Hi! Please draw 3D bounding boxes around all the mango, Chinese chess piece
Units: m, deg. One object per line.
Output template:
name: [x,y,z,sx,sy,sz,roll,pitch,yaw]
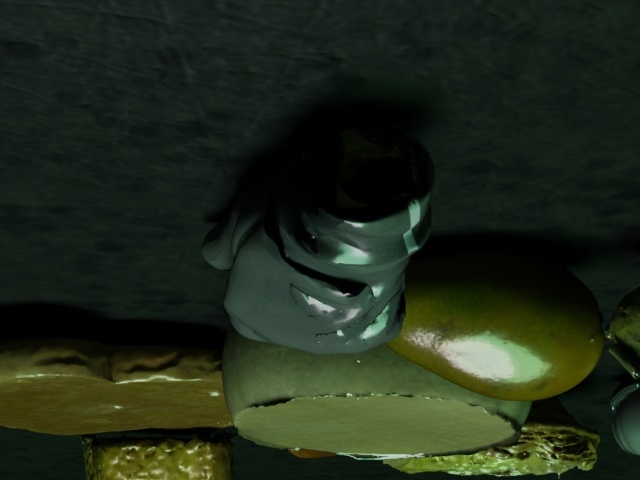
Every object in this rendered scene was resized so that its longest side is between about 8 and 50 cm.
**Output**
mango: [0.119,0.055,1.080,0.163,0.089,0.111,23,119,-19]
Chinese chess piece: [0.046,0.107,1.235,0.249,0.103,0.250,1,162,0]

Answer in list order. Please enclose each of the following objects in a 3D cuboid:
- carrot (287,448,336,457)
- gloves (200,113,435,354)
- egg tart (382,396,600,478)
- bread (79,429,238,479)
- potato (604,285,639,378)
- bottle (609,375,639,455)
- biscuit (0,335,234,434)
carrot: [-0.001,0.229,1.736,0.035,0.035,0.142,-10,164,29]
gloves: [-0.005,0.006,0.944,0.142,0.119,0.285,31,166,5]
egg tart: [0.163,0.182,1.489,0.212,0.090,0.212,2,161,1]
bread: [-0.168,0.268,1.624,0.160,0.147,0.260,1,176,-17]
potato: [0.287,0.065,1.101,0.225,0.090,0.117,11,133,-46]
bottle: [0.370,0.142,1.392,0.096,0.079,0.253,49,142,-15]
biscuit: [-0.179,0.129,1.382,0.269,0.051,0.376,-10,163,25]
